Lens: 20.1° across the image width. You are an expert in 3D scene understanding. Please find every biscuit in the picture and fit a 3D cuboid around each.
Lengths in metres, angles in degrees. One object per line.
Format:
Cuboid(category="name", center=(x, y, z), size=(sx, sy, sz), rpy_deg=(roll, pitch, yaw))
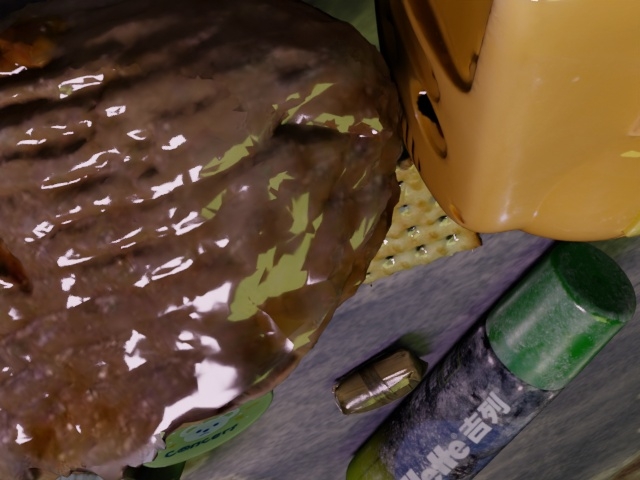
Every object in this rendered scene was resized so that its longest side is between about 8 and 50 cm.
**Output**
Cuboid(category="biscuit", center=(0.000, 0.001, 1.159), size=(0.203, 0.016, 0.144), rpy_deg=(-17, 150, 7))

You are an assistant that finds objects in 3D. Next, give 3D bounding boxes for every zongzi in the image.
Cuboid(category="zongzi", center=(0.051, 0.118, 1.513), size=(0.076, 0.040, 0.083), rpy_deg=(-28, 174, 8))

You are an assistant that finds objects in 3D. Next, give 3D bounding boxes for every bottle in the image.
Cuboid(category="bottle", center=(0.142, 0.132, 1.567), size=(0.093, 0.093, 0.330), rpy_deg=(-7, 146, -43))

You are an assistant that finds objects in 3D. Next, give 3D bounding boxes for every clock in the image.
Cuboid(category="clock", center=(0.120, -0.131, 0.876), size=(0.200, 0.244, 0.317), rpy_deg=(-9, 155, -12))

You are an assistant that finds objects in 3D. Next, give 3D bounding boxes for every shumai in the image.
Cuboid(category="shumai", center=(-0.088, -0.030, 0.962), size=(0.346, 0.217, 0.283), rpy_deg=(-33, -174, 27))

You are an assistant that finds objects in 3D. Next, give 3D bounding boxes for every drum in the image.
Cuboid(category="drum", center=(-0.092, 0.142, 1.365), size=(0.130, 0.049, 0.253), rpy_deg=(-26, 160, -11))

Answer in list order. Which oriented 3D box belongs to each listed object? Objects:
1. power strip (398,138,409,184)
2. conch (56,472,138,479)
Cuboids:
Cuboid(category="power strip", center=(0.090, -0.076, 1.166), size=(0.216, 0.044, 0.137), rpy_deg=(-44, 153, 26))
Cuboid(category="conch", center=(-0.144, 0.229, 1.341), size=(0.153, 0.102, 0.135), rpy_deg=(0, 140, 3))
